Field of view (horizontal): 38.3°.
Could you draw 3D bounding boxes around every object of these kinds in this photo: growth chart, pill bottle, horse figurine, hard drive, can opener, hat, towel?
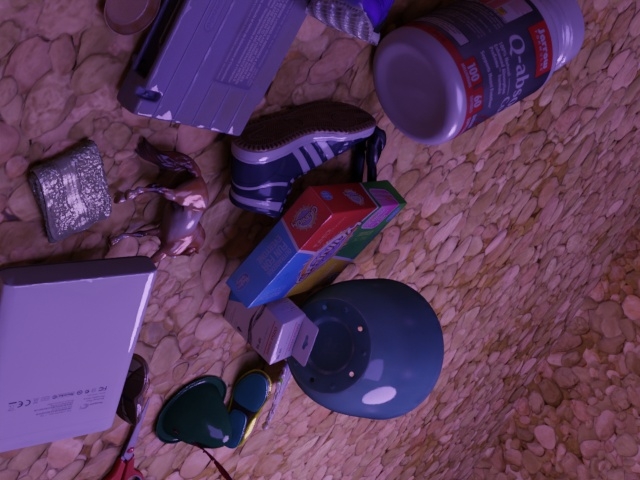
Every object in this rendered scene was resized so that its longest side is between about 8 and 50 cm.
[{"bbox_3d":[-0.073,0.283,1.969,0.172,0.021,0.237,-60,170,-53],"label":"growth chart"},{"bbox_3d":[0.286,-0.329,1.627,0.362,0.210,0.210,-31,145,-29],"label":"pill bottle"},{"bbox_3d":[-0.235,-0.043,1.415,0.174,0.066,0.263,-16,140,-32],"label":"horse figurine"},{"bbox_3d":[-0.402,0.180,1.425,0.232,0.047,0.353,-5,132,-36],"label":"hard drive"},{"bbox_3d":[0.084,-0.149,1.727,0.186,0.059,0.073,99,15,-57],"label":"can opener"},{"bbox_3d":[-0.201,0.399,1.843,0.173,0.183,0.208,-48,150,-2],"label":"hat"},{"bbox_3d":[-0.343,-0.065,1.283,0.110,0.027,0.148,-33,146,-27],"label":"towel"}]

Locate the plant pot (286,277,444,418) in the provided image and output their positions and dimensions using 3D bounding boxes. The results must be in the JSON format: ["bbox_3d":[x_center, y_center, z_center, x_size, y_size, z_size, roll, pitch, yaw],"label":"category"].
[{"bbox_3d":[0.068,0.211,1.817,0.293,0.293,0.235,-55,154,11],"label":"plant pot"}]

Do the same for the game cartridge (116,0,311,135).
[{"bbox_3d":[-0.114,-0.319,1.267,0.230,0.068,0.355,1,124,-58],"label":"game cartridge"}]

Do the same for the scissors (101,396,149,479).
[{"bbox_3d":[-0.383,0.422,1.793,0.109,0.021,0.297,-21,142,-36],"label":"scissors"}]

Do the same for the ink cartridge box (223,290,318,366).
[{"bbox_3d":[-0.094,0.151,1.705,0.060,0.180,0.104,-17,137,-43],"label":"ink cartridge box"}]

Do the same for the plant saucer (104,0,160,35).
[{"bbox_3d":[-0.240,-0.300,1.163,0.083,0.015,0.083,-34,147,-26],"label":"plant saucer"}]

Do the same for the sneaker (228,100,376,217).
[{"bbox_3d":[-0.036,-0.134,1.537,0.282,0.099,0.153,-18,136,-35],"label":"sneaker"}]

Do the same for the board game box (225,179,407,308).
[{"bbox_3d":[0.000,0.000,1.668,0.242,0.064,0.316,-48,163,24],"label":"board game box"}]

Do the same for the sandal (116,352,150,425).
[{"bbox_3d":[-0.330,0.258,1.635,0.049,0.072,0.180,-42,155,-43],"label":"sandal"}]

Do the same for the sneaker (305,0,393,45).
[{"bbox_3d":[0.059,-0.371,1.329,0.293,0.102,0.146,-58,172,-80],"label":"sneaker"}]

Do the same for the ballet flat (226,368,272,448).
[{"bbox_3d":[-0.154,0.348,1.974,0.077,0.077,0.231,-41,160,-58],"label":"ballet flat"}]
